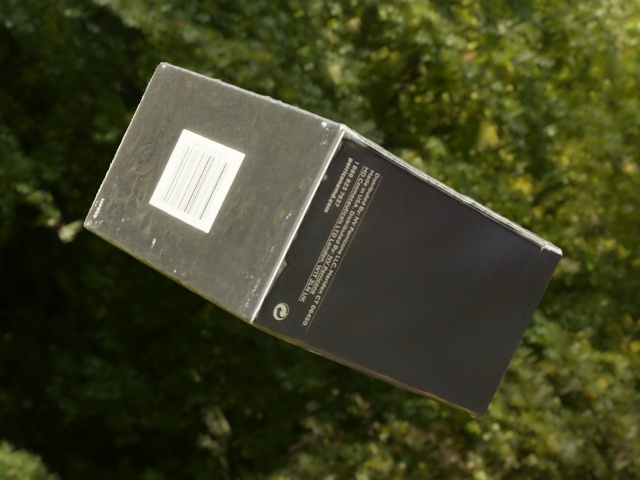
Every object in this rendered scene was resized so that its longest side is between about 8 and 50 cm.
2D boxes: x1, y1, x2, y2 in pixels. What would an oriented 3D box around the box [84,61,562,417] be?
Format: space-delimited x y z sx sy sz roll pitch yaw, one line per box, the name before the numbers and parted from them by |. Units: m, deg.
box | 0.000 0.000 1.270 0.294 0.182 0.296 25 1 -39
